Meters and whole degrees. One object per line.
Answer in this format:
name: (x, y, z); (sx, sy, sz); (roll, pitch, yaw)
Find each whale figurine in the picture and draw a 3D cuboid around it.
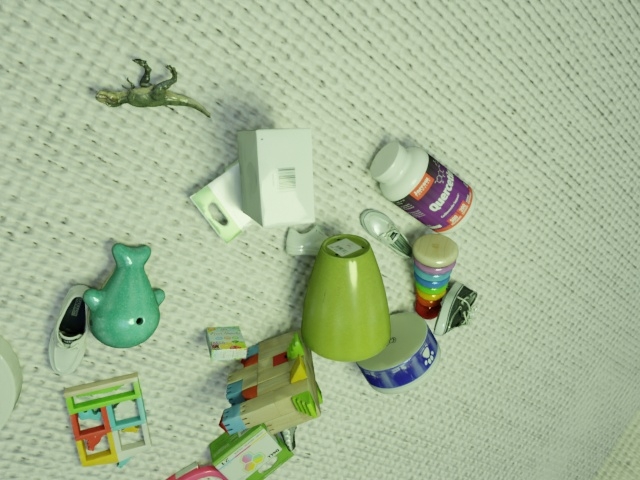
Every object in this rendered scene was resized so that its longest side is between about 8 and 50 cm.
whale figurine: (-0.495, 0.146, 1.133); (0.216, 0.141, 0.272); (10, 89, -47)

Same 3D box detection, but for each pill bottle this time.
pill bottle: (0.312, -0.163, 1.338); (0.322, 0.181, 0.182); (30, 93, -25)

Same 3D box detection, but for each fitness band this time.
fitness band: (-0.418, 0.839, 1.410); (0.290, 0.054, 0.209); (-29, 113, -10)

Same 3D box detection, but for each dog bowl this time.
dog bowl: (0.245, 0.359, 1.411); (0.264, 0.265, 0.104); (-35, 111, -9)

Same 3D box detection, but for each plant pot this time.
plant pot: (0.073, 0.142, 1.248); (0.274, 0.275, 0.294); (-12, 122, -17)

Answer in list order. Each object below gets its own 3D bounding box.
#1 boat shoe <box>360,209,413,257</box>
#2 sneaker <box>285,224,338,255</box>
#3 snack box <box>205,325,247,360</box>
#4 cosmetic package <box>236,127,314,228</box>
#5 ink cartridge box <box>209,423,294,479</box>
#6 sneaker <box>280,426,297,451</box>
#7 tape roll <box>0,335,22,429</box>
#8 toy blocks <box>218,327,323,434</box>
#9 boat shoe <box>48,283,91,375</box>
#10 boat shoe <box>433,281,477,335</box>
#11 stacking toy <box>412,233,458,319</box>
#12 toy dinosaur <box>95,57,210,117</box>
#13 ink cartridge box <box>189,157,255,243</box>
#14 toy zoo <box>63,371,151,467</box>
boat shoe: (0.227, -0.022, 1.403); (0.226, 0.076, 0.083); (34, 91, -25)
sneaker: (0.000, 0.000, 1.330); (0.212, 0.080, 0.094); (2, 92, -20)
snack box: (-0.276, 0.297, 1.266); (0.100, 0.141, 0.037); (3, 104, -21)
cosmetic package: (-0.117, -0.166, 1.096); (0.138, 0.224, 0.224); (-8, 106, -22)
ink cartridge box: (-0.210, 0.715, 1.430); (0.188, 0.097, 0.255); (-36, 113, -8)
sneaker: (-0.078, 0.587, 1.453); (0.132, 0.086, 0.229); (-18, 109, -18)
tape roll: (-0.963, 0.368, 1.066); (0.391, 0.072, 0.393); (-6, 107, -19)
toy blocks: (-0.150, 0.411, 1.253); (0.260, 0.381, 0.191); (-21, 112, 2)
boat shoe: (-0.659, 0.244, 1.138); (0.095, 0.084, 0.258); (9, 101, -23)
boat shoe: (0.460, 0.237, 1.454); (0.306, 0.104, 0.113); (-26, 134, -59)
stacking toy: (0.366, 0.143, 1.438); (0.141, 0.141, 0.331); (-18, 131, -15)
toy dinosaur: (-0.407, -0.378, 1.077); (0.267, 0.064, 0.118); (0, 119, -21)
ink cartridge box: (-0.220, -0.127, 1.217); (0.235, 0.056, 0.171); (-37, 114, -7)
toy zoo: (-0.609, 0.541, 1.268); (0.192, 0.030, 0.294); (-8, 107, -18)
